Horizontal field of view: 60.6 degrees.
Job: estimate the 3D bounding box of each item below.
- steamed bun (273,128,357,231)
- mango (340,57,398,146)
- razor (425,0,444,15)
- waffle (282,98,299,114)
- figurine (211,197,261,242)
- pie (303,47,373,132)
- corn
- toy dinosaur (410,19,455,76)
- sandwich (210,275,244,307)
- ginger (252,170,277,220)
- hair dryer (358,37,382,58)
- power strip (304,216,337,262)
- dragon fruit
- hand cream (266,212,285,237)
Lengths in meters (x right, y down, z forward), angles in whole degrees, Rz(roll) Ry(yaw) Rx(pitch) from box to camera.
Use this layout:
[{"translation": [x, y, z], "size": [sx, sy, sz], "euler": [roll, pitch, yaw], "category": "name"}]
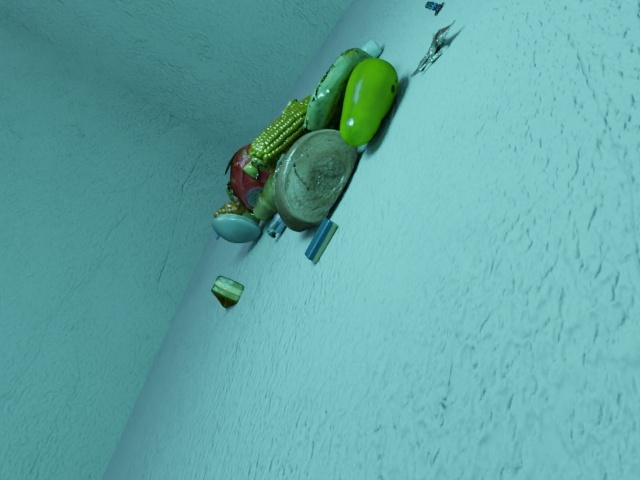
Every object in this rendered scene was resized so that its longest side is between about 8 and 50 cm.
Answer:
[{"translation": [-0.045, -0.188, 1.640], "size": [0.301, 0.199, 0.251], "euler": [-64, 16, -9], "category": "steamed bun"}, {"translation": [0.131, -0.387, 1.549], "size": [0.175, 0.143, 0.293], "euler": [107, -177, -65], "category": "mango"}, {"translation": [0.343, -0.727, 1.693], "size": [0.044, 0.028, 0.154], "euler": [-55, 18, 21], "category": "razor"}, {"translation": [-0.055, -0.369, 1.914], "size": [0.051, 0.291, 0.291], "euler": [7, 64, 39], "category": "waffle"}, {"translation": [-0.290, -0.135, 2.375], "size": [0.382, 0.205, 0.224], "euler": [-47, 4, -30], "category": "figurine"}, {"translation": [0.068, -0.454, 1.709], "size": [0.296, 0.078, 0.371], "euler": [-62, -13, 17], "category": "pie"}, {"translation": [-0.097, -0.352, 1.750], "size": [0.363, 0.120, 0.120], "euler": [-49, 9, -29], "category": "corn"}, {"translation": [0.298, -0.509, 1.457], "size": [0.220, 0.032, 0.108], "euler": [129, 160, -61], "category": "toy dinosaur"}, {"translation": [-0.384, 0.201, 2.152], "size": [0.163, 0.114, 0.079], "euler": [-31, 34, 61], "category": "sandwich"}, {"translation": [-0.162, -0.173, 1.995], "size": [0.263, 0.109, 0.116], "euler": [-53, 48, 45], "category": "ginger"}, {"translation": [0.171, -0.644, 1.986], "size": [0.131, 0.073, 0.236], "euler": [-39, 30, 19], "category": "hair dryer"}, {"translation": [0.000, 0.000, 1.485], "size": [0.123, 0.032, 0.056], "euler": [-60, 16, 3], "category": "power strip"}, {"translation": [-0.233, -0.224, 2.151], "size": [0.290, 0.291, 0.189], "euler": [-48, 21, 37], "category": "dragon fruit"}, {"translation": [-0.107, -0.119, 1.993], "size": [0.256, 0.055, 0.088], "euler": [-52, 10, 5], "category": "hand cream"}]
